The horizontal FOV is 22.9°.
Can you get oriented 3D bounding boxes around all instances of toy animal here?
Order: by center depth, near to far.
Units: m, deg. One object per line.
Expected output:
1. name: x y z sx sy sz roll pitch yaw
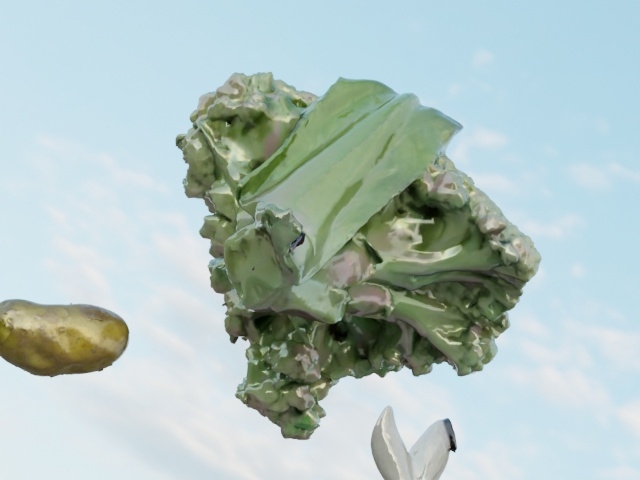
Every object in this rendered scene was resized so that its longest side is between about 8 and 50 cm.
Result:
1. toy animal: 0.095 0.237 1.348 0.131 0.127 0.182 22 13 -15

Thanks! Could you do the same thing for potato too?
1. potato: -0.164 0.062 0.982 0.092 0.046 0.045 6 22 -26

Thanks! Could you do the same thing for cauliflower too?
1. cauliflower: 0.000 0.000 1.048 0.256 0.239 0.315 62 21 3
